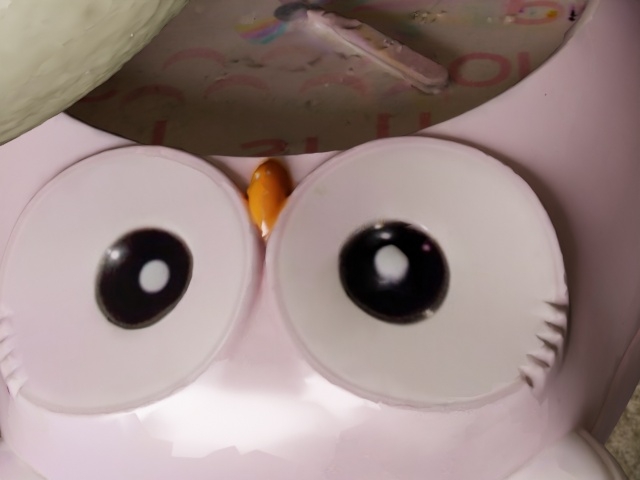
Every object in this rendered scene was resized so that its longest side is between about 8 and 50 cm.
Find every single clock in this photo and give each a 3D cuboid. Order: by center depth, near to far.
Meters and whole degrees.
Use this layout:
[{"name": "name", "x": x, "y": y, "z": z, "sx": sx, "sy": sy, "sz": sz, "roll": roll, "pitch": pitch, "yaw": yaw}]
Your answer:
[{"name": "clock", "x": 0.000, "y": 0.000, "z": 0.760, "sx": 0.368, "sy": 0.377, "sz": 0.250, "roll": -2, "pitch": 134, "yaw": 7}]

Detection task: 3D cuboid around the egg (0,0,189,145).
[{"name": "egg", "x": -0.151, "y": -0.120, "z": 0.558, "sx": 0.337, "sy": 0.201, "sz": 0.337, "roll": -4, "pitch": 178, "yaw": 0}]
